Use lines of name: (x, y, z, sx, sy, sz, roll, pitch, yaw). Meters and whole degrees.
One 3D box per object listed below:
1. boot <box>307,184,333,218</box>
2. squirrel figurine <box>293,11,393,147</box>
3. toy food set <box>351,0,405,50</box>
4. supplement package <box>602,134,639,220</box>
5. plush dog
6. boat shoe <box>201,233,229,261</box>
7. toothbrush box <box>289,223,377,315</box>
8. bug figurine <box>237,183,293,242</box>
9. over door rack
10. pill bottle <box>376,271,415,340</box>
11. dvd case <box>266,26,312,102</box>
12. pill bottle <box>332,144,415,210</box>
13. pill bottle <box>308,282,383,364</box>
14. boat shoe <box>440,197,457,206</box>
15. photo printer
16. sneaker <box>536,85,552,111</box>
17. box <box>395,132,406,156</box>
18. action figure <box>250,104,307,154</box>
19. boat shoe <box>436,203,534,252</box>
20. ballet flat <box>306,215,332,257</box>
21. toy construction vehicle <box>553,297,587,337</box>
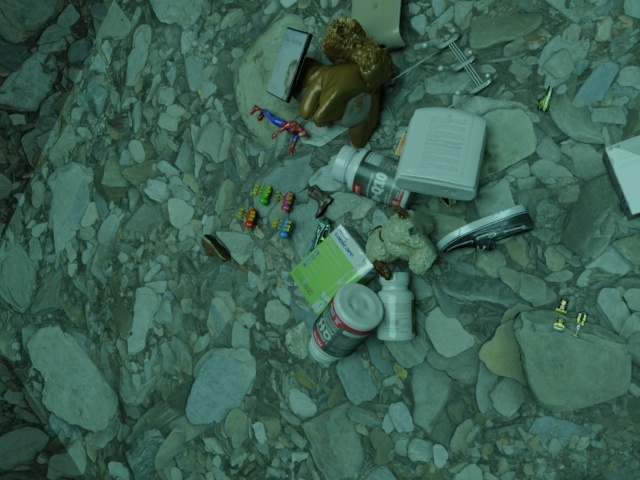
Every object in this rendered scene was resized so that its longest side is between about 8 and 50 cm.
boot: (-0.021, -0.155, 1.884, 0.114, 0.037, 0.106, 39, 90, 22)
squirrel figurine: (0.059, -0.611, 1.772, 0.370, 0.281, 0.396, 49, 117, 37)
toy food set: (0.230, -0.861, 1.801, 0.220, 0.093, 0.305, 2, 85, 40)
supplement package: (0.921, -0.185, 1.319, 0.194, 0.149, 0.202, -20, 76, 25)
plush dog: (0.243, 0.001, 1.597, 0.225, 0.211, 0.262, -37, 30, 33)
boat shoe: (-0.462, 0.044, 2.090, 0.178, 0.064, 0.060, 41, 109, 32)
toothbrush box: (0.059, 0.112, 1.767, 0.283, 0.122, 0.206, -45, 66, 18)
bug figurine: (-0.202, -0.117, 1.958, 0.279, 0.072, 0.216, 17, 87, 33)
over door rack: (0.393, -0.551, 1.662, 0.324, 0.108, 0.239, -34, 70, 21)
pill bottle: (0.258, 0.225, 1.644, 0.131, 0.131, 0.229, -3, 83, 28)
dvd case: (-0.120, -0.655, 1.781, 0.180, 0.022, 0.252, 43, 117, 49)
pill bottle: (0.194, -0.222, 1.674, 0.284, 0.161, 0.161, 24, 97, 15)
pill bottle: (0.074, 0.303, 1.662, 0.176, 0.177, 0.318, 53, 138, 22)
boat shoe: (0.394, -0.198, 1.607, 0.190, 0.072, 0.068, 50, 144, 1)
photo printer: (0.394, -0.293, 1.540, 0.256, 0.107, 0.307, 11, 68, 12)
sneaker: (0.714, -0.454, 1.523, 0.035, 0.031, 0.083, 17, 93, 29)
box: (0.385, -0.299, 1.669, 0.232, 0.058, 0.087, 27, 98, 28)
action figure: (-0.179, -0.450, 1.969, 0.281, 0.091, 0.138, 26, 91, 29)
boat shoe: (0.529, -0.010, 1.544, 0.302, 0.108, 0.102, -24, 73, 17)
ballet flat: (0.000, 0.000, 1.839, 0.070, 0.070, 0.188, 17, 89, 28)
toy construction vehicle: (0.748, 0.233, 1.436, 0.086, 0.035, 0.098, 21, 95, 28)
